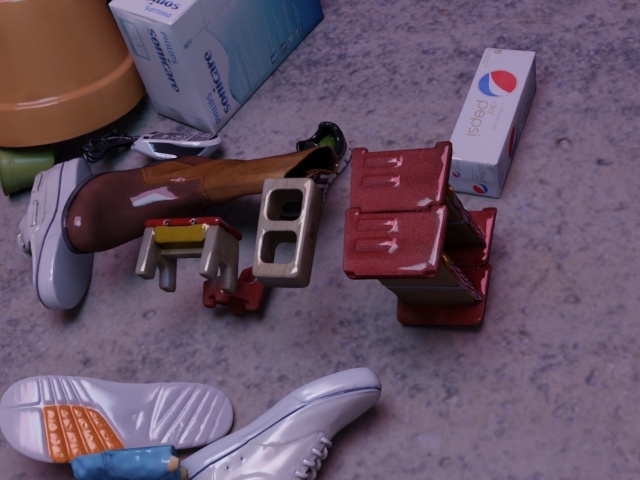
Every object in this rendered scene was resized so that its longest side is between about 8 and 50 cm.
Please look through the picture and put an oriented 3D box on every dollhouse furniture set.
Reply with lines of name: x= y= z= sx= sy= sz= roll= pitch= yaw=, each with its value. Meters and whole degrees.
dollhouse furniture set: x=0.000 y=0.000 z=1.224 sx=0.374 sy=0.201 sz=0.152 roll=-1 pitch=69 yaw=23

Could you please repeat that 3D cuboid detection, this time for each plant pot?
plant pot: x=-0.426 y=-0.111 z=1.514 sx=0.079 sy=0.083 sz=0.083 roll=-7 pitch=49 yaw=-7
plant pot: x=-0.422 y=-0.294 z=1.523 sx=0.290 sy=0.203 sz=0.291 roll=-6 pitch=34 yaw=4

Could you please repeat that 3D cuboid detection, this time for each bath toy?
bath toy: x=-0.194 y=0.379 z=1.013 sx=0.129 sy=0.151 sz=0.348 roll=-4 pitch=61 yaw=-1

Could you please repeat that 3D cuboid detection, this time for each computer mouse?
computer mouse: x=-0.234 y=-0.130 z=1.487 sx=0.193 sy=0.042 sz=0.106 roll=4 pitch=18 yaw=13

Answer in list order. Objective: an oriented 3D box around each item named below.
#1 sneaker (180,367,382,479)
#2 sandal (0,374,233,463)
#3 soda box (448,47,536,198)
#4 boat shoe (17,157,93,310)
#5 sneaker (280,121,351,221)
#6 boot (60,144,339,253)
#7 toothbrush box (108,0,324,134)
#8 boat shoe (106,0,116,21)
sneaker: x=-0.035 y=0.235 z=1.132 sx=0.258 sy=0.094 sz=0.091 roll=-32 pitch=60 yaw=-1
sandal: x=-0.236 y=0.217 z=1.205 sx=0.265 sy=0.076 sz=0.102 roll=3 pitch=65 yaw=-10
soda box: x=0.231 y=-0.162 z=1.391 sx=0.074 sy=0.069 sz=0.216 roll=10 pitch=54 yaw=21
boat shoe: x=-0.366 y=-0.009 z=1.400 sx=0.088 sy=0.096 sz=0.268 roll=-13 pitch=49 yaw=9
sneaker: x=-0.015 y=-0.095 z=1.394 sx=0.063 sy=0.075 sz=0.170 roll=19 pitch=59 yaw=26
boot: x=-0.150 y=-0.051 z=1.297 sx=0.280 sy=0.096 sz=0.264 roll=-1 pitch=12 yaw=34
toothbrush box: x=-0.143 y=-0.340 z=1.534 sx=0.126 sy=0.216 sz=0.295 roll=22 pitch=61 yaw=29
boat shoe: x=-0.435 y=-0.456 z=1.688 sx=0.340 sy=0.127 sz=0.158 roll=20 pitch=33 yaw=7
